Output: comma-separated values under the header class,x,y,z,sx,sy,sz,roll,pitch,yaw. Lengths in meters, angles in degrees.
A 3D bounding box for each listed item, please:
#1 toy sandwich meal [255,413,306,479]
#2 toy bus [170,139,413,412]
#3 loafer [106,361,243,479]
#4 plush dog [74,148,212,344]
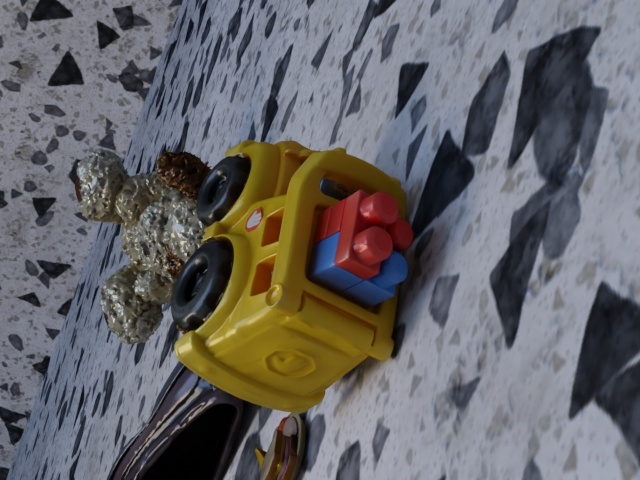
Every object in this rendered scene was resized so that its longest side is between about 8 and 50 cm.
class,x,y,z,sx,sy,sz,roll,pitch,yaw
toy sandwich meal,-0.039,0.191,1.065,0.085,0.029,0.086,-164,90,-74
toy bus,0.000,0.000,0.952,0.211,0.149,0.220,-33,38,47
loafer,-0.160,0.253,1.289,0.303,0.109,0.095,-64,22,20
plush dog,-0.179,-0.002,1.546,0.225,0.210,0.262,6,108,60
